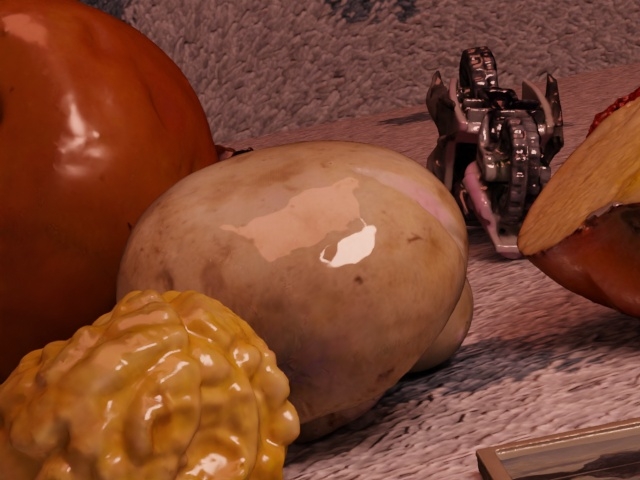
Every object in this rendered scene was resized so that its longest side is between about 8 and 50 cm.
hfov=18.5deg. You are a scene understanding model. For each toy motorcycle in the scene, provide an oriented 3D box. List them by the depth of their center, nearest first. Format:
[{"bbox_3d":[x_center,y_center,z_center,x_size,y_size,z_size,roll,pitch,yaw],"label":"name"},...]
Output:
[{"bbox_3d":[0.177,-0.070,1.965,0.143,0.188,0.327,0,22,-5],"label":"toy motorcycle"}]

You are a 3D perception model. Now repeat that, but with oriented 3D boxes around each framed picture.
[{"bbox_3d":[0.195,0.120,1.086,0.203,0.015,0.150,-10,9,-2],"label":"framed picture"}]

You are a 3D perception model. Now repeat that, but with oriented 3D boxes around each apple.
[{"bbox_3d":[0.304,-0.025,1.415,0.251,0.163,0.293,-47,12,-27],"label":"apple"}]

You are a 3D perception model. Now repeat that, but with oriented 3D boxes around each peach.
[{"bbox_3d":[-0.253,-0.036,1.665,0.343,0.342,0.301,-8,-17,16],"label":"peach"}]

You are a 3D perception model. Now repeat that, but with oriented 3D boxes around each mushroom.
[{"bbox_3d":[-0.015,0.028,1.312,0.255,0.184,0.255,-22,17,7],"label":"mushroom"}]

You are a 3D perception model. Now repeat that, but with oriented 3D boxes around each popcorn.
[{"bbox_3d":[-0.104,0.104,1.079,0.180,0.180,0.170,-9,-34,8],"label":"popcorn"}]

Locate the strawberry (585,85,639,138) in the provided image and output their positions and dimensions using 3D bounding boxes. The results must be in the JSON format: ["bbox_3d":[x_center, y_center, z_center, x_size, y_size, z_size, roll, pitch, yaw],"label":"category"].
[{"bbox_3d":[0.445,-0.176,2.463,0.236,0.111,0.190,-10,11,5],"label":"strawberry"}]

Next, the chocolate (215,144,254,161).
[{"bbox_3d":[-0.093,-0.057,2.290,0.127,0.124,0.133,-18,-9,2],"label":"chocolate"}]

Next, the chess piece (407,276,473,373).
[{"bbox_3d":[-0.007,0.045,1.488,0.261,0.142,0.143,5,16,38],"label":"chess piece"}]
